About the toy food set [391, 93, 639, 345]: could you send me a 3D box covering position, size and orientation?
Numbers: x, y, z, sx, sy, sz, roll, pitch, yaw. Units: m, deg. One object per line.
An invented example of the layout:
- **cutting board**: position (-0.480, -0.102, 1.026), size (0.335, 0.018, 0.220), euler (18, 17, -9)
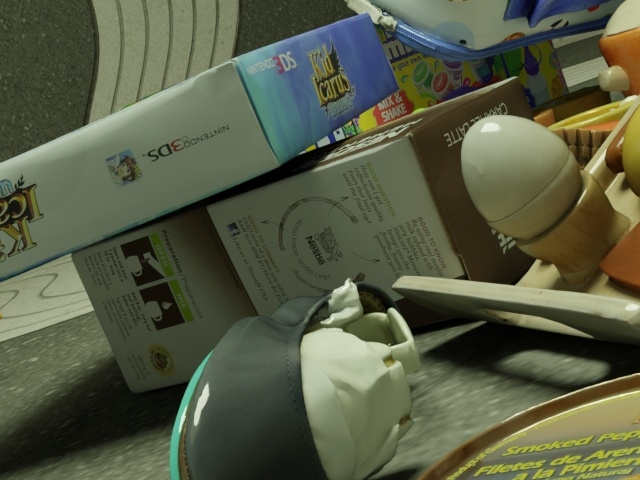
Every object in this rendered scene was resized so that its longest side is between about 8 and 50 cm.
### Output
- **toy food set**: position (0.166, -0.085, 0.542), size (0.306, 0.092, 0.220), euler (-53, 14, -11)

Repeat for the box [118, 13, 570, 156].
- **box**: position (0.029, -0.110, 1.194), size (0.279, 0.177, 0.290), euler (-13, 10, 47)

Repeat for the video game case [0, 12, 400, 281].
- **video game case**: position (-0.098, -0.050, 0.765), size (0.244, 0.061, 0.269), euler (-22, 7, 20)

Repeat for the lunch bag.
- **lunch bag**: position (0.127, -0.243, 1.050), size (0.303, 0.243, 0.115), euler (-21, -39, -40)

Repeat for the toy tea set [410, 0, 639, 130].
- **toy tea set**: position (0.174, -0.107, 0.954), size (0.200, 0.124, 0.336), euler (-15, 9, 39)

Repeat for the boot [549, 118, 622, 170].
- **boot**: position (0.172, -0.045, 0.798), size (0.158, 0.059, 0.084), euler (-12, 4, 1)

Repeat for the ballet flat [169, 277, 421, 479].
- **ballet flat**: position (0.001, 0.053, 0.482), size (0.074, 0.074, 0.203), euler (-20, 5, 12)

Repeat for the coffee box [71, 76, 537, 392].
- **coffee box**: position (0.000, 0.000, 0.749), size (0.246, 0.098, 0.141), euler (-17, 9, 36)

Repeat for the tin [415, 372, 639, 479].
- **tin**: position (0.106, 0.055, 0.289), size (0.189, 0.040, 0.106), euler (-16, 13, 36)

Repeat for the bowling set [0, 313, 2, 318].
- **bowling set**: position (-0.405, 0.113, 1.055), size (0.287, 0.154, 0.200), euler (-25, -10, -23)
